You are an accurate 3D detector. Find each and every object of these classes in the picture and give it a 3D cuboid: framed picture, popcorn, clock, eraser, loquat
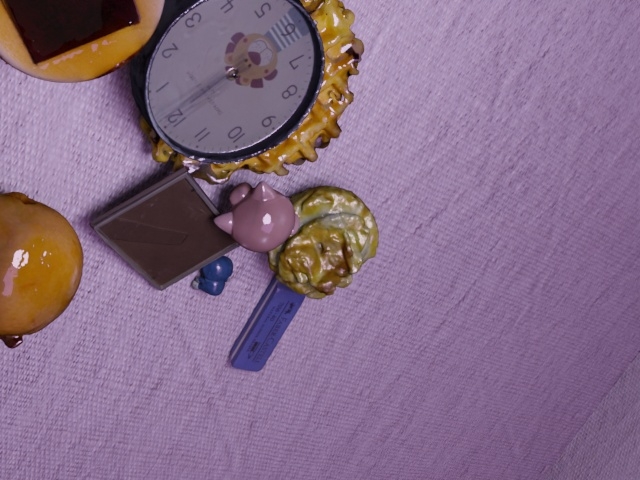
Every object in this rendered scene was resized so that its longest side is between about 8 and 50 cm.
[{"bbox_3d":[-0.262,-0.010,1.600,0.189,0.023,0.260,-30,146,3],"label":"framed picture"},{"bbox_3d":[0.000,0.000,1.736,0.204,0.183,0.221,36,99,-5],"label":"popcorn"},{"bbox_3d":[-0.138,-0.262,1.408,0.313,0.061,0.312,-16,131,-20],"label":"clock"},{"bbox_3d":[-0.109,0.172,1.893,0.082,0.036,0.225,18,110,-41],"label":"eraser"},{"bbox_3d":[-0.486,0.041,1.417,0.238,0.193,0.238,-28,126,-46],"label":"loquat"}]

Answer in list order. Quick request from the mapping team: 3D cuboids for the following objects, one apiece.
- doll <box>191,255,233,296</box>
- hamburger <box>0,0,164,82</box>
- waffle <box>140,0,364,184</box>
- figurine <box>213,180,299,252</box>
[{"bbox_3d":[-0.198,0.066,1.744,0.076,0.050,0.083,-2,120,-40],"label":"doll"},{"bbox_3d":[-0.351,-0.360,1.232,0.302,0.170,0.302,-19,135,-21],"label":"hamburger"},{"bbox_3d":[-0.113,-0.266,1.517,0.382,0.095,0.379,-6,130,-29],"label":"waffle"},{"bbox_3d":[-0.108,-0.041,1.621,0.125,0.125,0.138,-48,134,4],"label":"figurine"}]
